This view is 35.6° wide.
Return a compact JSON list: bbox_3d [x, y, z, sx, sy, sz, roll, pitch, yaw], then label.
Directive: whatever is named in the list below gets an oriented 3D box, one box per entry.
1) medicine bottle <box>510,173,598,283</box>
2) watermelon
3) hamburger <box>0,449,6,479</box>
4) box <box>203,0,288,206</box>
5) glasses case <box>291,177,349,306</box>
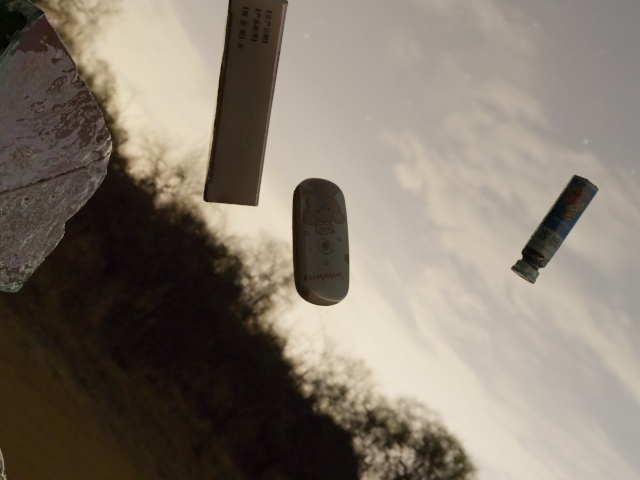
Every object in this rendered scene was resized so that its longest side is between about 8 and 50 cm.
[{"bbox_3d":[0.385,-0.019,1.643,0.051,0.191,0.051,34,0,0],"label":"medicine bottle"},{"bbox_3d":[-0.429,-0.139,1.254,0.222,0.292,0.319,38,-8,23],"label":"watermelon"},{"bbox_3d":[-0.405,0.328,1.067,0.134,0.265,0.284,-10,81,-57],"label":"hamburger"},{"bbox_3d":[-0.087,-0.193,1.146,0.353,0.069,0.214,-106,-156,-68],"label":"box"},{"bbox_3d":[0.000,0.000,1.447,0.051,0.081,0.204,132,-40,-54],"label":"glasses case"}]
